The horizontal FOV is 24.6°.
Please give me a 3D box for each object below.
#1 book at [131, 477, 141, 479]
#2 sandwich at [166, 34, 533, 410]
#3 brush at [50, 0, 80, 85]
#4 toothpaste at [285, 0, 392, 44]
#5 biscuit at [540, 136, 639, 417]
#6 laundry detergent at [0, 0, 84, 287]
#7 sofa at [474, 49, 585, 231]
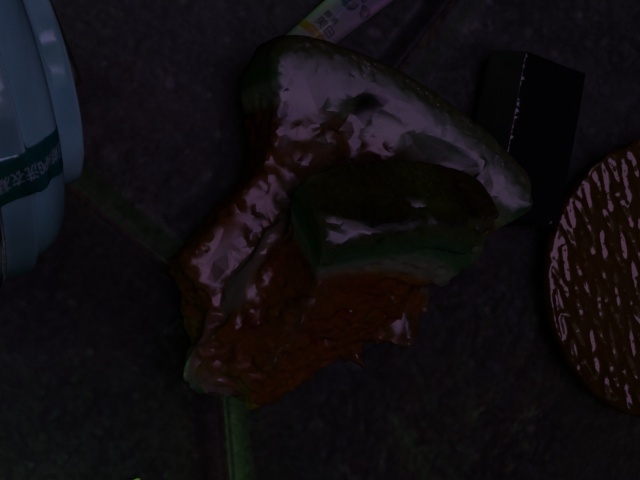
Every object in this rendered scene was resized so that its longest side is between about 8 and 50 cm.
[{"bbox_3d":[-0.206,0.298,1.159,0.192,0.013,0.167,-18,97,-20],"label":"book"},{"bbox_3d":[0.000,0.000,1.137,0.250,0.162,0.301,37,86,-11],"label":"sandwich"},{"bbox_3d":[-0.234,-0.205,1.134,0.034,0.027,0.190,-24,107,-15],"label":"brush"},{"bbox_3d":[0.017,-0.189,1.230,0.190,0.031,0.048,-42,99,-18],"label":"toothpaste"},{"bbox_3d":[0.312,0.033,1.345,0.262,0.037,0.261,0,91,-21],"label":"biscuit"},{"bbox_3d":[-0.328,-0.082,0.958,0.305,0.287,0.287,-18,98,-20],"label":"laundry detergent"},{"bbox_3d":[0.173,-0.086,1.285,0.085,0.060,0.147,12,87,-38],"label":"sofa"}]
